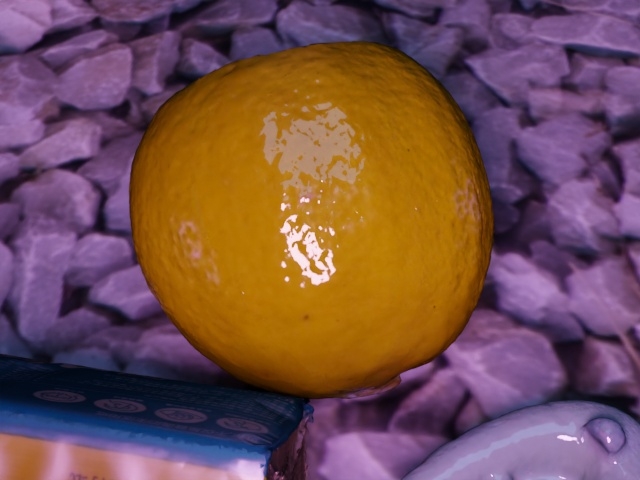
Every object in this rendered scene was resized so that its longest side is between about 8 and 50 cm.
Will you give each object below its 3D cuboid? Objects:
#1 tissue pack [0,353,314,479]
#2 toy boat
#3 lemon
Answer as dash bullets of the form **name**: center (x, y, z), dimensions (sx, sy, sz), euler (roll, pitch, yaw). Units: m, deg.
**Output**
- **tissue pack**: center (-0.147, 0.148, 0.850), dimensions (0.271, 0.192, 0.134), euler (8, 93, 8)
- **toy boat**: center (0.126, 0.171, 0.908), dimensions (0.207, 0.079, 0.134), euler (-25, 52, -17)
- **lemon**: center (0.000, 0.000, 0.952), dimensions (0.240, 0.240, 0.219), euler (-13, 74, -9)
